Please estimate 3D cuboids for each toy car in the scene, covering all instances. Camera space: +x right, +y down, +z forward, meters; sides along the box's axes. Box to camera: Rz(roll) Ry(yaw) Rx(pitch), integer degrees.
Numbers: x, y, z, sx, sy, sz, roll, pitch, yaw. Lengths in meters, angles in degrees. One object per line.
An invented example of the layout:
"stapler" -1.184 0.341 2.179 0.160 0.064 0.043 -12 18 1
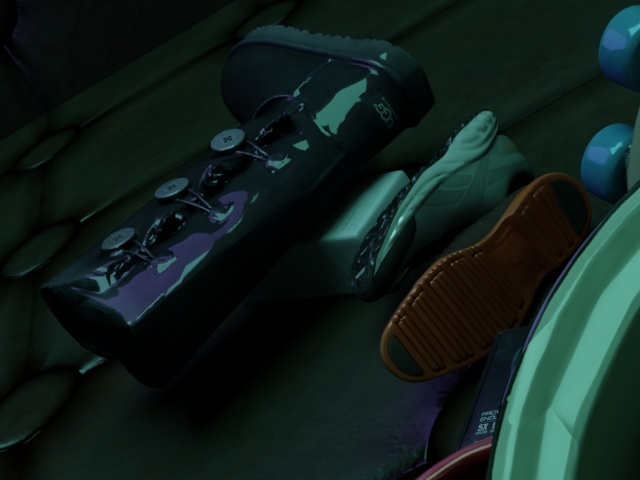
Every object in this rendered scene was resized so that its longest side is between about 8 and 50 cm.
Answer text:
"toy car" 0.393 -0.098 1.072 0.238 0.210 0.219 -12 29 -29

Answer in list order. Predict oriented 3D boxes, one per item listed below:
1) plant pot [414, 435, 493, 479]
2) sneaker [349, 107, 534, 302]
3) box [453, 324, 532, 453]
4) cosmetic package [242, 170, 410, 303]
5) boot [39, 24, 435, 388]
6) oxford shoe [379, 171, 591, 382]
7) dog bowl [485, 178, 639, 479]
"plant pot" 0.135 0.231 0.704 0.191 0.174 0.191 -26 25 13
"sneaker" 0.129 -0.027 1.260 0.271 0.108 0.100 -45 -2 -33
"box" 0.209 0.128 0.925 0.180 0.077 0.147 -14 30 34
"cosmetic package" 0.000 0.000 1.392 0.231 0.085 0.117 -8 34 44
"boot" -0.130 -0.051 1.397 0.445 0.146 0.367 -48 27 -20
"oxford shoe" 0.145 0.042 1.166 0.271 0.097 0.098 -38 7 -27
"dog bowl" 0.278 0.122 0.473 0.408 0.150 0.408 -14 58 22
